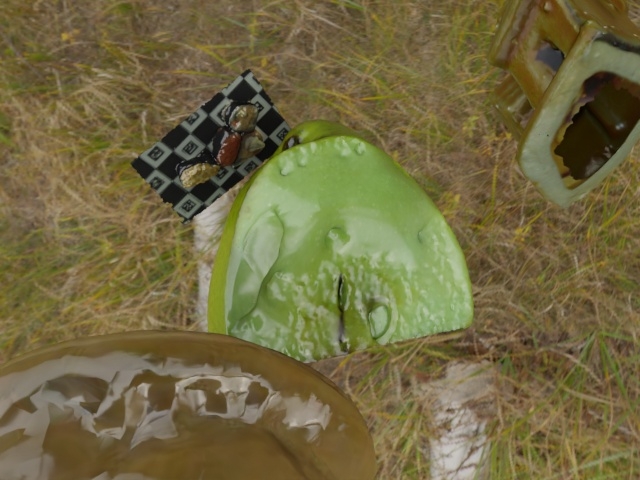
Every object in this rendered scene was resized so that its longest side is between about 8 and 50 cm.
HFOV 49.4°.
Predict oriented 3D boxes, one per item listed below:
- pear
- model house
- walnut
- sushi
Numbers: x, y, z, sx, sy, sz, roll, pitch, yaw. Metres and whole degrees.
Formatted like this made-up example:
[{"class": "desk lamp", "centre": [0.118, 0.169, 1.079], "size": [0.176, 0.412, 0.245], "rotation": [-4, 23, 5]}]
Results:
[{"class": "pear", "centre": [0.000, 0.000, 0.923], "size": [0.238, 0.342, 0.318], "rotation": [175, 88, -66]}, {"class": "model house", "centre": [0.256, -0.198, 0.798], "size": [0.268, 0.173, 0.239], "rotation": [109, 146, -51]}, {"class": "walnut", "centre": [-0.156, 0.245, 0.591], "size": [0.383, 0.383, 0.384], "rotation": [9, 110, 25]}, {"class": "sushi", "centre": [-0.131, -0.109, 0.905], "size": [0.201, 0.139, 0.031], "rotation": [-39, 49, -1]}]
